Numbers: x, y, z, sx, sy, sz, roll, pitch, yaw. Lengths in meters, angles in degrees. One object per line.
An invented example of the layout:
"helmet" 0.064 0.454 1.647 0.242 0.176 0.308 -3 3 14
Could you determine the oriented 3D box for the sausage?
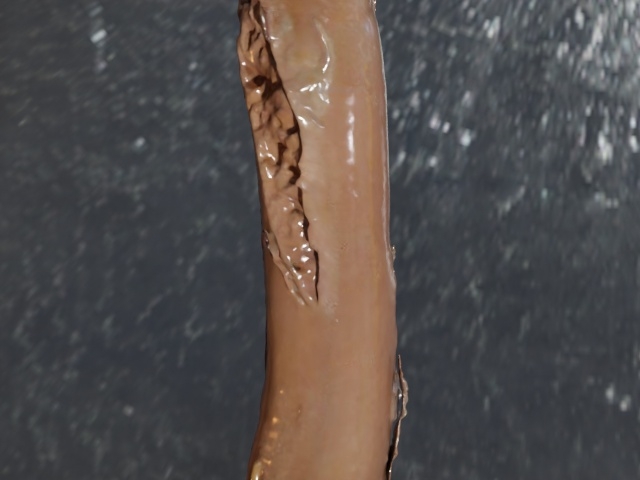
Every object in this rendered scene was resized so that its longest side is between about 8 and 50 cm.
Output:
"sausage" -0.001 0.000 0.890 0.078 0.078 0.304 -1 90 9
